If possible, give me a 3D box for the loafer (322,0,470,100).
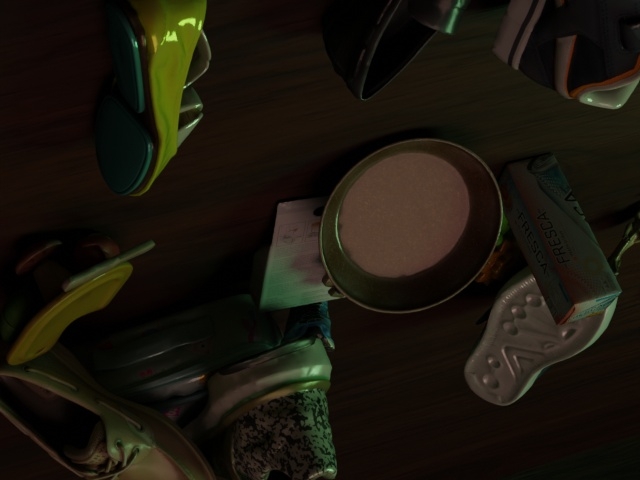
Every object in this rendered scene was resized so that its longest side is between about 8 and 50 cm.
[{"bbox_3d":[0.087,-0.189,0.848,0.076,0.078,0.223,3,148,-42],"label":"loafer"}]

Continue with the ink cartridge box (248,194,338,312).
[{"bbox_3d":[0.000,0.000,1.261,0.145,0.045,0.179,-10,137,-20],"label":"ink cartridge box"}]

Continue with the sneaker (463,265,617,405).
[{"bbox_3d":[0.321,0.065,1.509,0.236,0.130,0.323,-45,169,-39],"label":"sneaker"}]

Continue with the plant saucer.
[{"bbox_3d":[0.090,-0.019,1.175,0.198,0.036,0.199,-7,118,-13],"label":"plant saucer"}]

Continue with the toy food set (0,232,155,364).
[{"bbox_3d":[-0.255,0.040,1.109,0.128,0.071,0.218,-31,171,-42],"label":"toy food set"}]

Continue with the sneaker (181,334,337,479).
[{"bbox_3d":[-0.068,0.270,1.319,0.158,0.182,0.410,-13,155,-17],"label":"sneaker"}]

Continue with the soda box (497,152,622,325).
[{"bbox_3d":[0.259,-0.002,1.254,0.063,0.183,0.058,-14,156,-17],"label":"soda box"}]

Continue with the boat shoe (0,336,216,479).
[{"bbox_3d":[-0.241,0.219,1.236,0.109,0.302,0.098,-43,-165,16],"label":"boat shoe"}]

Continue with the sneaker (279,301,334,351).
[{"bbox_3d":[-0.018,0.093,1.346,0.063,0.073,0.162,1,-177,-6],"label":"sneaker"}]

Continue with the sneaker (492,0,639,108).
[{"bbox_3d":[0.216,-0.206,0.817,0.126,0.127,0.321,-52,167,-15],"label":"sneaker"}]

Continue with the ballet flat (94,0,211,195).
[{"bbox_3d":[-0.124,-0.112,0.870,0.077,0.077,0.231,-28,159,-25],"label":"ballet flat"}]

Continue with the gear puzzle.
[{"bbox_3d":[0.151,0.023,1.336,0.339,0.044,0.175,10,124,-52],"label":"gear puzzle"}]

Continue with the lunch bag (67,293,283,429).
[{"bbox_3d":[-0.178,0.169,1.380,0.279,0.108,0.224,-20,157,1],"label":"lunch bag"}]

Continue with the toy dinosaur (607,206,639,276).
[{"bbox_3d":[0.434,-0.024,1.513,0.183,0.053,0.092,-36,164,-29],"label":"toy dinosaur"}]
